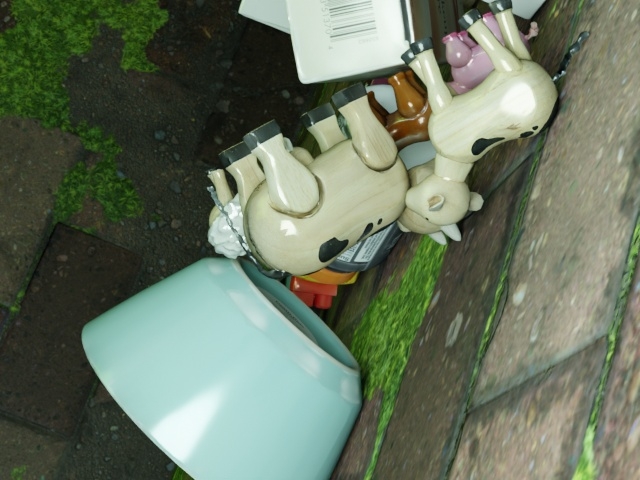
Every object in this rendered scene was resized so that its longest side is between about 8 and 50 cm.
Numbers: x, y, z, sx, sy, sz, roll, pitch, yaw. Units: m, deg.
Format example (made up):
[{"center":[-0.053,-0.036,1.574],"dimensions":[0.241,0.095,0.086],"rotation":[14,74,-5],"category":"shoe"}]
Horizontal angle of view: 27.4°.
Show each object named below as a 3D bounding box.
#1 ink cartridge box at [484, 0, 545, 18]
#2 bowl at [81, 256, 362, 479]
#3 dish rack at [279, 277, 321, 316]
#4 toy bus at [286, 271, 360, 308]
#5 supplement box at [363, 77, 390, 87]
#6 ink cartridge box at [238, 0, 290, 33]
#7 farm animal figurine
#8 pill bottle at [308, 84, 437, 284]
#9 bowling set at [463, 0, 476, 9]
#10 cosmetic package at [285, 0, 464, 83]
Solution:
[{"center":[0.220,-0.365,1.204],"dimensions":[0.278,0.117,0.201],"rotation":[129,162,-65],"category":"ink cartridge box"},{"center":[-0.075,0.134,1.352],"dimensions":[0.163,0.311,0.311],"rotation":[-47,10,6],"category":"bowl"},{"center":[-0.067,0.162,1.920],"dimensions":[0.208,0.074,0.271],"rotation":[-77,12,-57],"category":"dish rack"},{"center":[0.000,0.000,1.704],"dimensions":[0.220,0.149,0.211],"rotation":[166,113,-78],"category":"toy bus"},{"center":[0.076,-0.158,1.795],"dimensions":[0.188,0.081,0.104],"rotation":[-177,109,-82],"category":"supplement box"},{"center":[0.054,-0.472,1.907],"dimensions":[0.285,0.166,0.395],"rotation":[-5,-66,-73],"category":"ink cartridge box"},{"center":[0.064,-0.062,1.188],"dimensions":[0.327,0.172,0.330],"rotation":[-27,0,-11],"category":"farm animal figurine"},{"center":[0.046,-0.052,1.498],"dimensions":[0.245,0.130,0.130],"rotation":[120,169,-47],"category":"pill bottle"},{"center":[0.152,-0.407,1.577],"dimensions":[0.287,0.200,0.154],"rotation":[117,171,-60],"category":"bowling set"},{"center":[0.067,-0.256,1.431],"dimensions":[0.296,0.129,0.153],"rotation":[-30,-70,-72],"category":"cosmetic package"}]
